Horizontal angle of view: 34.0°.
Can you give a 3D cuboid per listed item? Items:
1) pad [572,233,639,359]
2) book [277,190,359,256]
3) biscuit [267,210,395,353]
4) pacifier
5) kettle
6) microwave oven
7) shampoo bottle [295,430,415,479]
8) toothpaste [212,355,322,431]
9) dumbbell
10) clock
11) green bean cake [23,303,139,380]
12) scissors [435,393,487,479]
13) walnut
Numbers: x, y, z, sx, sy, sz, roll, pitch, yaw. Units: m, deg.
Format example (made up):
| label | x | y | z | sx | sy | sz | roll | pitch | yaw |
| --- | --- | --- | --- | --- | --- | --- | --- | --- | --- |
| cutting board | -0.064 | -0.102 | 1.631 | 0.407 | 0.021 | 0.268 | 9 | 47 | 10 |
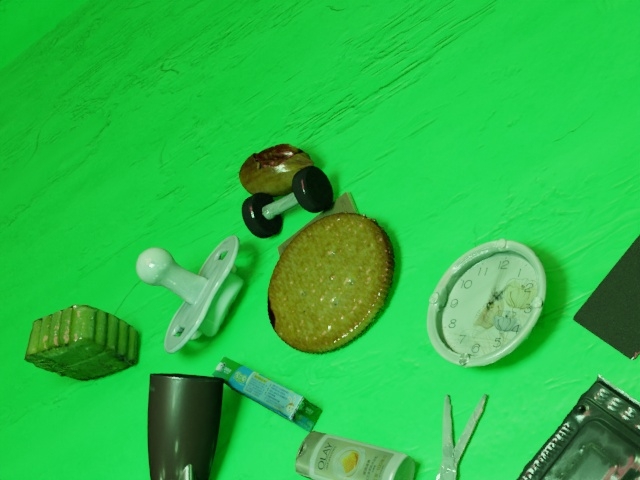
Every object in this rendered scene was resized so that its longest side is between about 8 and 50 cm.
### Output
| label | x | y | z | sx | sy | sz | roll | pitch | yaw |
| --- | --- | --- | --- | --- | --- | --- | --- | --- | --- |
| pad | 0.502 | 0.072 | 1.625 | 0.211 | 0.003 | 0.143 | -50 | 38 | 0 |
| book | 0.000 | 0.000 | 2.163 | 0.198 | 0.016 | 0.138 | -38 | 40 | 16 |
| biscuit | 0.020 | 0.081 | 2.049 | 0.305 | 0.038 | 0.305 | -21 | 53 | 30 |
| pacifier | -0.290 | 0.089 | 2.219 | 0.287 | 0.225 | 0.238 | -58 | 21 | -11 |
| kettle | -0.278 | 0.374 | 2.017 | 0.202 | 0.144 | 0.232 | -4 | 79 | 61 |
| microwave oven | 0.375 | 0.365 | 1.377 | 0.295 | 0.181 | 0.237 | -52 | 40 | 0 |
| shampoo bottle | 0.055 | 0.383 | 1.774 | 0.227 | 0.056 | 0.086 | 5 | 63 | 46 |
| toothpaste | -0.106 | 0.290 | 1.998 | 0.266 | 0.065 | 0.050 | 18 | 74 | 50 |
| dumbbell | -0.071 | -0.080 | 2.216 | 0.191 | 0.100 | 0.100 | -26 | 45 | 37 |
| clock | 0.286 | 0.112 | 1.765 | 0.236 | 0.053 | 0.237 | -28 | 43 | 29 |
| green bean cake | -0.535 | 0.234 | 2.357 | 0.214 | 0.200 | 0.113 | -18 | 57 | 29 |
| scissors | 0.208 | 0.360 | 1.677 | 0.144 | 0.017 | 0.248 | -6 | 55 | 41 |
| walnut | -0.095 | -0.154 | 2.306 | 0.207 | 0.116 | 0.116 | -8 | 55 | 40 |
